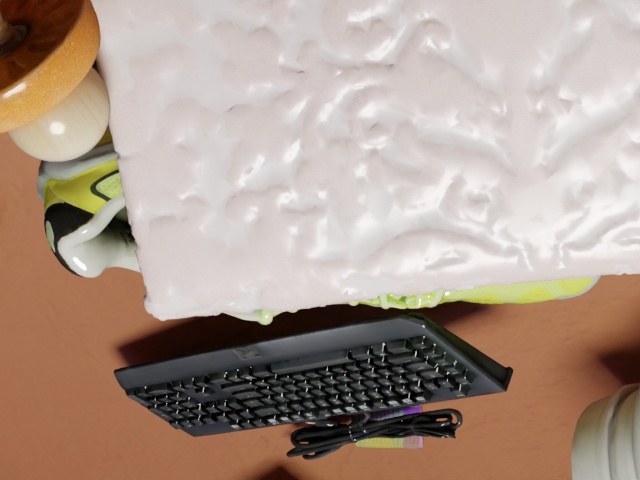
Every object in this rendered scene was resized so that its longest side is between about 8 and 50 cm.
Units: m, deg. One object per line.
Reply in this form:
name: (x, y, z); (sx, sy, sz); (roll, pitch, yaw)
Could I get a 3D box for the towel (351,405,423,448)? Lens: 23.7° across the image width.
towel: (0.055, 0.147, 1.262); (0.060, 0.009, 0.083); (2, 137, 7)

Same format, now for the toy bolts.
toy bolts: (-0.239, -0.105, 0.851); (0.218, 0.228, 0.158); (-34, 130, -2)

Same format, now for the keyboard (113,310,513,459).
keyboard: (0.006, 0.124, 1.176); (0.317, 0.033, 0.201); (-13, 147, 40)

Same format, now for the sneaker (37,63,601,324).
sneaker: (0.000, 0.000, 1.007); (0.385, 0.147, 0.145); (9, 136, -4)

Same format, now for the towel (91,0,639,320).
towel: (0.035, -0.120, 0.836); (0.332, 0.053, 0.317); (-7, 105, 14)

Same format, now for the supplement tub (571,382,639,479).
supplement tub: (0.368, 0.153, 1.053); (0.331, 0.241, 0.241); (-26, 128, 31)
